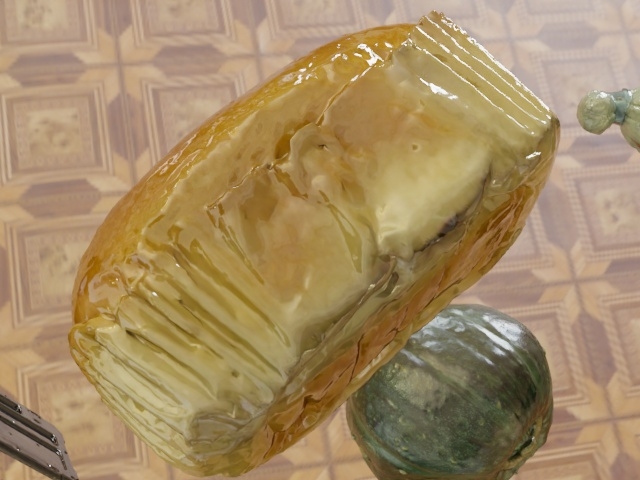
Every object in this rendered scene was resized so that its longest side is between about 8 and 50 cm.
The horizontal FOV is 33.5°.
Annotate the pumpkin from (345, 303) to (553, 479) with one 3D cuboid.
[{"bbox_3d":[0.183,0.204,1.485,0.293,0.197,0.263,-37,61,-22],"label":"pumpkin"}]

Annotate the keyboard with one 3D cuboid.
[{"bbox_3d":[-0.308,0.127,0.882,0.016,0.106,0.262,-48,123,1],"label":"keyboard"}]

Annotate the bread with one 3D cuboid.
[{"bbox_3d":[0.001,-0.007,0.774,0.388,0.236,0.183,-39,68,-22],"label":"bread"}]

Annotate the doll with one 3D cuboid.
[{"bbox_3d":[0.330,-0.103,0.977,0.214,0.103,0.071,11,106,-13],"label":"doll"}]
